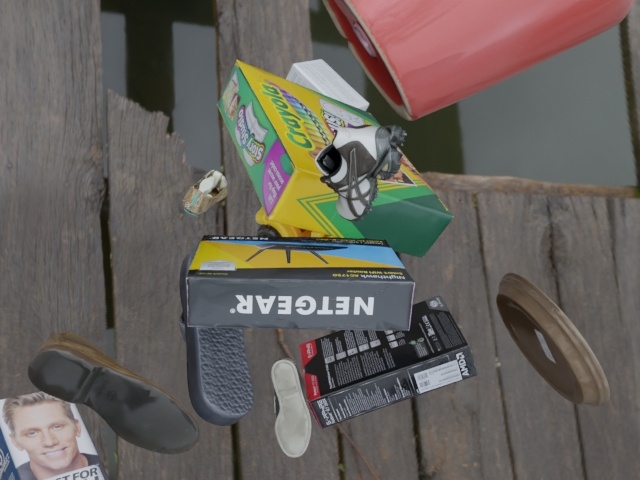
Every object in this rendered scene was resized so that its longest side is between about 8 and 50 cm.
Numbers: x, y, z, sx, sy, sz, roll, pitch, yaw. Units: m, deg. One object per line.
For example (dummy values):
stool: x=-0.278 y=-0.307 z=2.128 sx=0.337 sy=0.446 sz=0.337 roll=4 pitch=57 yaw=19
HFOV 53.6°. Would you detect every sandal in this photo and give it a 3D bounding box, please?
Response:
sandal: x=-0.135 y=0.103 z=0.764 sx=0.097 sy=0.054 sz=0.254 roll=27 pitch=38 yaw=-31

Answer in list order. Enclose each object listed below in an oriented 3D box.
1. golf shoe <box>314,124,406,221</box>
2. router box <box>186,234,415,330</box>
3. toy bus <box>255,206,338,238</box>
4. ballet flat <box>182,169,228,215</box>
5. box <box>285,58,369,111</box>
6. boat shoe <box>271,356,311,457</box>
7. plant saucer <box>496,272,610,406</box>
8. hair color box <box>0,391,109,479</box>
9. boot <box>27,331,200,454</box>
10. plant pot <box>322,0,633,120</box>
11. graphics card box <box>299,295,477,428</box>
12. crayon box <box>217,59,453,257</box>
golf shoe: x=0.035 y=-0.088 z=0.792 sx=0.094 sy=0.198 sz=0.077 roll=9 pitch=64 yaw=-9
router box: x=-0.020 y=0.033 z=0.553 sx=0.179 sy=0.133 sz=0.046 roll=1 pitch=105 yaw=-5
toy bus: x=0.000 y=0.000 z=1.315 sx=0.149 sy=0.211 sz=0.220 roll=-45 pitch=118 yaw=-34
ballet flat: x=-0.251 y=-0.122 z=1.457 sx=0.073 sy=0.067 sz=0.206 roll=29 pitch=27 yaw=-5
box: x=-0.011 y=-0.315 z=1.558 sx=0.182 sy=0.181 sz=0.119 roll=46 pitch=40 yaw=14
boat shoe: x=-0.060 y=0.340 z=1.310 sx=0.075 sy=0.065 sz=0.206 roll=-8 pitch=93 yaw=1
plant saucer: x=0.404 y=0.183 z=1.138 sx=0.041 sy=0.278 sz=0.278 roll=-32 pitch=93 yaw=-4
hair color box: x=-0.582 y=0.494 z=1.365 sx=0.174 sy=0.105 sz=0.347 roll=-3 pitch=43 yaw=-46
boot: x=-0.332 y=0.250 z=1.074 sx=0.305 sy=0.115 sz=0.112 roll=37 pitch=97 yaw=-16
plant pot: x=0.144 y=-0.275 z=0.677 sx=0.243 sy=0.275 sz=0.275 roll=-33 pitch=94 yaw=4
graphics card box: x=0.144 y=0.271 z=1.457 sx=0.371 sy=0.233 sz=0.094 roll=-21 pitch=113 yaw=2
crayon box: x=0.013 y=-0.146 z=1.101 sx=0.313 sy=0.106 sz=0.363 roll=15 pitch=31 yaw=-34
